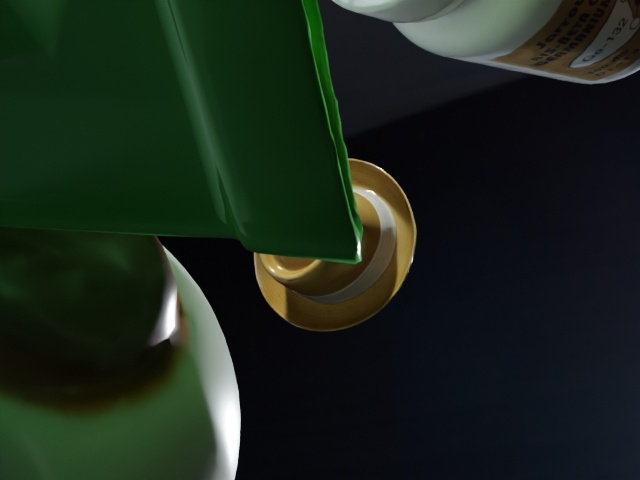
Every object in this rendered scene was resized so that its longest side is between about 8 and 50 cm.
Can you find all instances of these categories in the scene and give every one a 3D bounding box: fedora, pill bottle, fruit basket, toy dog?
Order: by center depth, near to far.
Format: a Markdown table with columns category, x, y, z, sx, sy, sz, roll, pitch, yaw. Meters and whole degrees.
| category | x | y | z | sx | sy | sz | roll | pitch | yaw |
| --- | --- | --- | --- | --- | --- | --- | --- | --- | --- |
| fruit basket | -0.015 | -0.211 | 0.363 | 0.283 | 0.392 | 0.392 | -99 | 163 | -53 |
| toy dog | -0.207 | 0.041 | 0.619 | 0.395 | 0.408 | 0.285 | -24 | 131 | -33 |
| pill bottle | 0.104 | -0.164 | 0.742 | 0.229 | 0.131 | 0.131 | 1 | 77 | -48 |
| fedora | 0.000 | 0.000 | 1.344 | 0.079 | 0.194 | 0.194 | 17 | 63 | -59 |
